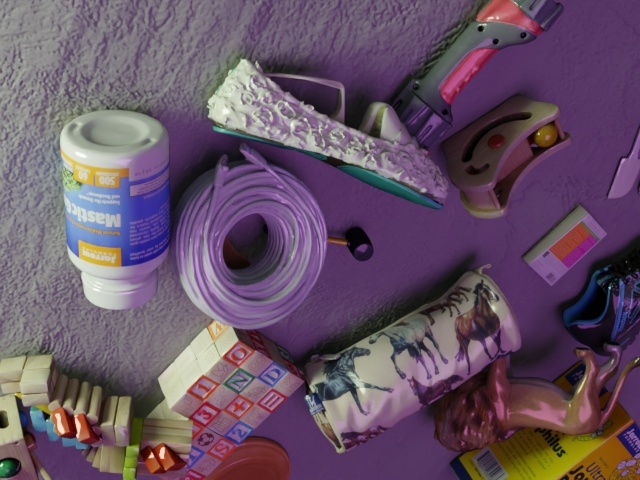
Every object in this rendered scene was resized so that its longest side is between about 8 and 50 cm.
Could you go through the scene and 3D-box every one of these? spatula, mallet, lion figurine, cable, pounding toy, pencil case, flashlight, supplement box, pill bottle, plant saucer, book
[{"bbox_3d":[0.633,-0.181,1.969,0.168,0.019,0.242,2,120,-19],"label":"spatula"},{"bbox_3d":[0.000,0.000,1.777,0.190,0.062,0.039,6,117,-27],"label":"mallet"},{"bbox_3d":[0.414,0.306,2.051,0.392,0.142,0.240,5,97,13],"label":"lion figurine"},{"bbox_3d":[-0.112,0.004,1.661,0.257,0.089,0.257,31,83,-34],"label":"cable"},{"bbox_3d":[0.267,-0.147,1.739,0.270,0.154,0.155,-33,129,-1],"label":"pounding toy"},{"bbox_3d":[0.160,0.207,1.925,0.410,0.160,0.183,-30,102,-3],"label":"pencil case"},{"bbox_3d":[0.242,-0.274,1.676,0.103,0.103,0.304,28,106,-42],"label":"flashlight"},{"bbox_3d":[0.487,0.460,2.220,0.356,0.195,0.194,-40,129,5],"label":"supplement box"},{"bbox_3d":[-0.295,-0.039,1.562,0.152,0.152,0.272,-8,124,-19],"label":"pill bottle"},{"bbox_3d":[-0.148,0.459,2.039,0.200,0.037,0.199,-11,125,-16],"label":"plant saucer"},{"bbox_3d":[-0.490,0.343,1.740,0.100,0.141,0.130,-16,127,-14],"label":"pounding toy"},{"bbox_3d":[0.459,0.012,2.011,0.144,0.035,0.096,-44,131,9],"label":"book"}]

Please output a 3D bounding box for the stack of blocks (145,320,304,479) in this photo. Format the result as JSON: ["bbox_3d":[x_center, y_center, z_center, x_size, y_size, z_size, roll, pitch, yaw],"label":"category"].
[{"bbox_3d":[-0.197,0.283,1.864,0.297,0.087,0.171,-46,128,10],"label":"stack of blocks"}]

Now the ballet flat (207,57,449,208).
[{"bbox_3d":[0.035,-0.165,1.612,0.409,0.147,0.147,19,113,-20],"label":"ballet flat"}]

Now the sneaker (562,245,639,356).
[{"bbox_3d":[0.610,0.077,2.062,0.140,0.125,0.340,27,107,-34],"label":"sneaker"}]

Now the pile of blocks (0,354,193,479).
[{"bbox_3d":[-0.366,0.316,1.729,0.362,0.112,0.149,29,110,-16],"label":"pile of blocks"}]

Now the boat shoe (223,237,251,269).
[{"bbox_3d":[-0.159,0.035,1.734,0.063,0.059,0.170,-43,125,-20],"label":"boat shoe"}]
